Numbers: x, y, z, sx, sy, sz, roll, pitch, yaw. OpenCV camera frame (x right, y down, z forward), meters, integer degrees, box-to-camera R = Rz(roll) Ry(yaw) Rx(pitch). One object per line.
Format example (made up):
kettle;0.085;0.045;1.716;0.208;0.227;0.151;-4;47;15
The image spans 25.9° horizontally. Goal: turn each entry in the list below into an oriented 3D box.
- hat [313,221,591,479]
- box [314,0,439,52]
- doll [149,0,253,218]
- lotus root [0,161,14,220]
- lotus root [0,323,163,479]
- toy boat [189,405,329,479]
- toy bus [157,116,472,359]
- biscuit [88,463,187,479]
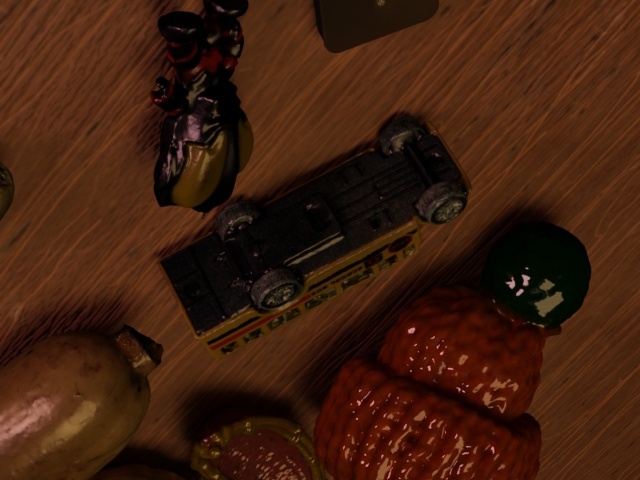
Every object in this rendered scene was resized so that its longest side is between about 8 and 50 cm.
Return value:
hat;0.171;0.157;1.718;0.285;0.285;0.400;9;109;-40
box;0.053;-0.239;1.356;0.126;0.031;0.091;-23;141;-11
doll;-0.112;-0.117;1.334;0.127;0.088;0.249;-12;134;-24
lotus root;-0.360;-0.011;1.288;0.183;0.077;0.090;-47;133;14
lotus root;-0.290;0.192;1.506;0.284;0.146;0.160;-38;160;3
toy boat;-0.079;0.281;1.787;0.141;0.099;0.318;-34;145;9
toy bus;0.000;0.000;1.514;0.335;0.121;0.123;-28;151;-5
biscuit;-0.266;0.382;1.772;0.269;0.051;0.376;-38;138;24
